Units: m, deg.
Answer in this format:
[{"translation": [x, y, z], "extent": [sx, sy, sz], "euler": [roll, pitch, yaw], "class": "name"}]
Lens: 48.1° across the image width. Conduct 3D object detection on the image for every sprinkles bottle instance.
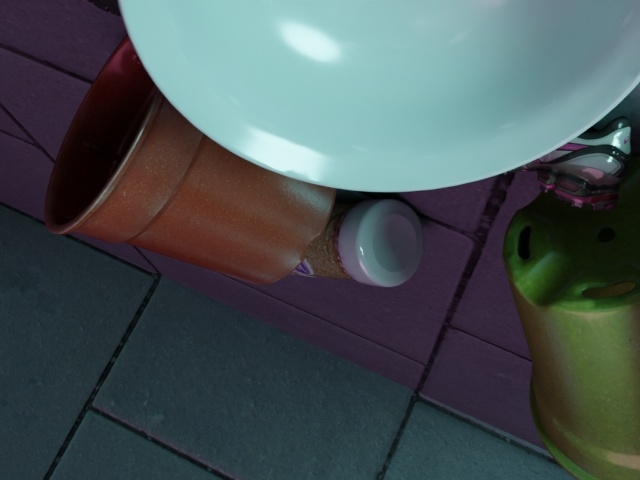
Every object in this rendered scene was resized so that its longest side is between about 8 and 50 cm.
[{"translation": [0.000, 0.000, 1.106], "extent": [0.121, 0.121, 0.355], "euler": [36, 162, -30], "class": "sprinkles bottle"}]

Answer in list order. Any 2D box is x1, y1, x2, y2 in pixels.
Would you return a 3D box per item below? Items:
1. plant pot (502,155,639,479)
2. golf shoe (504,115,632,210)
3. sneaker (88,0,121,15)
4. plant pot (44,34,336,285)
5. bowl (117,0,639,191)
[{"translation": [0.298, 0.070, 0.679], "extent": [0.276, 0.276, 0.254], "euler": [10, 146, 44], "class": "plant pot"}, {"translation": [0.191, -0.097, 0.641], "extent": [0.067, 0.086, 0.186], "euler": [-13, -148, -40], "class": "golf shoe"}, {"translation": [-0.101, -0.250, 0.556], "extent": [0.286, 0.109, 0.130], "euler": [8, 151, 24], "class": "sneaker"}, {"translation": [-0.140, -0.083, 0.859], "extent": [0.265, 0.272, 0.272], "euler": [27, 166, -33], "class": "plant pot"}, {"translation": [0.041, -0.168, 0.412], "extent": [0.298, 0.134, 0.298], "euler": [1, 146, 1], "class": "bowl"}]
